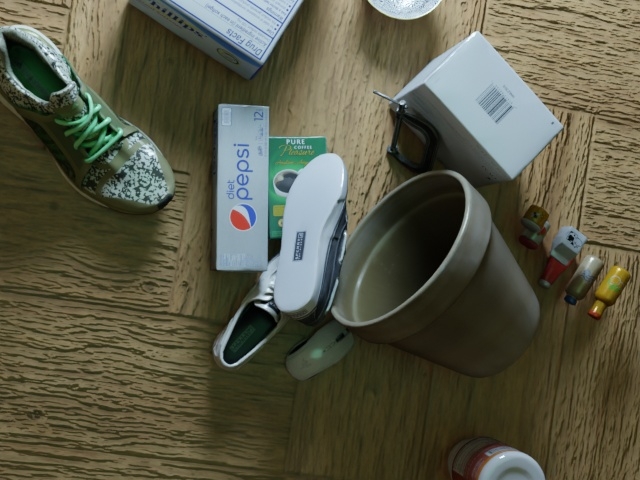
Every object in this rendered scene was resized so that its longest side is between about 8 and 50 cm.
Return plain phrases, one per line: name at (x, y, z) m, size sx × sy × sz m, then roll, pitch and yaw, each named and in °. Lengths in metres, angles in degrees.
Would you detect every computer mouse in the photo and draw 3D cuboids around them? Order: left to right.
computer mouse at (0.025, 0.184, 1.741) m, size 0.193 × 0.042 × 0.106 m, roll -38°, pitch 97°, yaw -10°

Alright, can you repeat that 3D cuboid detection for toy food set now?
toy food set at (0.444, 0.042, 1.793) m, size 0.232 × 0.111 × 0.105 m, roll 36°, pitch 82°, yaw -11°

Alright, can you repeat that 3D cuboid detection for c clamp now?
c clamp at (0.153, -0.188, 1.734) m, size 0.137 × 0.161 × 0.022 m, roll 28°, pitch 57°, yaw 20°

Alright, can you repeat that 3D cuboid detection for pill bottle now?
pill bottle at (0.300, 0.413, 1.703) m, size 0.121 × 0.216 × 0.121 m, roll 0°, pitch 88°, yaw -11°

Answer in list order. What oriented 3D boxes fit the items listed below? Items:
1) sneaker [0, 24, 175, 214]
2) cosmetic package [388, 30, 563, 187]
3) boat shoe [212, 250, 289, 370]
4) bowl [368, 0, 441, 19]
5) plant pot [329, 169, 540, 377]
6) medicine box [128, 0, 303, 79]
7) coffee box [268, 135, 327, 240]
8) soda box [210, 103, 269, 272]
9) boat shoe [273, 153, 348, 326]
sneaker at (-0.406, -0.196, 1.592) m, size 0.410 × 0.182 × 0.158 m, roll 43°, pitch 81°, yaw -8°
cosmetic package at (0.265, -0.219, 1.706) m, size 0.138 × 0.224 × 0.224 m, roll -45°, pitch 97°, yaw -8°
boat shoe at (-0.093, 0.114, 1.696) m, size 0.096 × 0.088 × 0.267 m, roll 44°, pitch 81°, yaw -7°
bowl at (0.141, -0.476, 1.761) m, size 0.170 × 0.080 × 0.170 m, roll 0°, pitch 89°, yaw -11°
plant pot at (0.219, 0.087, 1.675) m, size 0.280 × 0.323 × 0.323 m, roll 40°, pitch 81°, yaw -26°
medicine box at (-0.147, -0.474, 1.668) m, size 0.263 × 0.149 × 0.289 m, roll 32°, pitch 83°, yaw -9°
coffee box at (-0.043, -0.094, 1.735) m, size 0.113 × 0.040 × 0.184 m, roll -3°, pitch 90°, yaw -13°
soda box at (-0.141, -0.088, 1.686) m, size 0.091 × 0.098 × 0.286 m, roll 1°, pitch 89°, yaw -12°
boat shoe at (0.000, 0.000, 1.673) m, size 0.108 × 0.102 × 0.301 m, roll -4°, pitch 65°, yaw 30°
